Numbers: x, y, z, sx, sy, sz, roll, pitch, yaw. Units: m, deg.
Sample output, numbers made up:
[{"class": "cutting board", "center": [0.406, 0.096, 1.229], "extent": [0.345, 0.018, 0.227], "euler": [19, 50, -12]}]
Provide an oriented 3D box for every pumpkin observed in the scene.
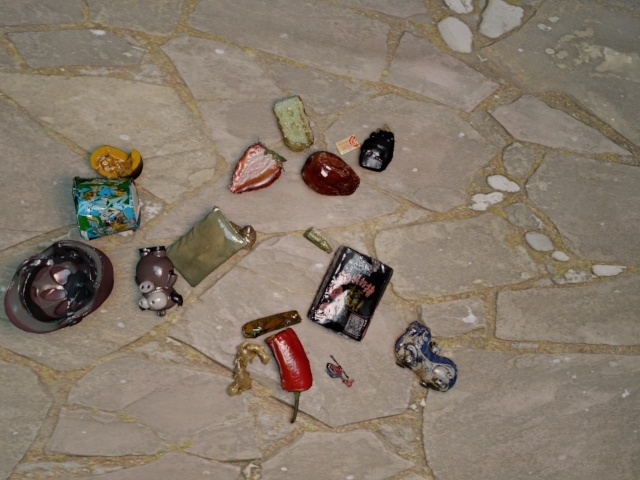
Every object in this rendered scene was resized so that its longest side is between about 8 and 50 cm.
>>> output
[{"class": "pumpkin", "center": [-0.729, -0.273, 1.619], "extent": [0.184, 0.107, 0.119], "euler": [12, 74, 6]}]

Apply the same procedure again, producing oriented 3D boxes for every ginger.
[{"class": "ginger", "center": [-0.343, -0.034, 1.685], "extent": [0.204, 0.080, 0.104], "euler": [19, 114, -2]}, {"class": "ginger", "center": [-0.283, 0.475, 1.674], "extent": [0.193, 0.052, 0.176], "euler": [-24, 91, -20]}]

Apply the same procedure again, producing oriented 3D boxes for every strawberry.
[{"class": "strawberry", "center": [-0.244, -0.256, 1.719], "extent": [0.174, 0.098, 0.228], "euler": [31, 83, -6]}]

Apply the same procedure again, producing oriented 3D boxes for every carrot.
[{"class": "carrot", "center": [-0.185, 0.320, 1.700], "extent": [0.229, 0.069, 0.069], "euler": [-15, 88, -12]}]

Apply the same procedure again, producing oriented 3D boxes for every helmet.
[{"class": "helmet", "center": [-0.860, 0.155, 1.513], "extent": [0.338, 0.197, 0.271], "euler": [-44, 86, -4]}]

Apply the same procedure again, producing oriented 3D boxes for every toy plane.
[{"class": "toy plane", "center": [0.071, 0.522, 1.745], "extent": [0.145, 0.037, 0.060], "euler": [47, 68, 0]}]

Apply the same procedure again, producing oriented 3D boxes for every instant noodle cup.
[{"class": "instant noodle cup", "center": [-0.737, -0.120, 1.550], "extent": [0.178, 0.240, 0.240], "euler": [-7, 87, -15]}]

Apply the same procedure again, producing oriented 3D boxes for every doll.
[{"class": "doll", "center": [-0.590, 0.149, 1.602], "extent": [0.182, 0.117, 0.257], "euler": [-6, 85, 18]}]

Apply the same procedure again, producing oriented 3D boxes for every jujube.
[{"class": "jujube", "center": [0.043, -0.254, 1.754], "extent": [0.236, 0.168, 0.168], "euler": [22, 81, -24]}]

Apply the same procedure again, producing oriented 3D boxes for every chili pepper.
[{"class": "chili pepper", "center": [-0.091, 0.501, 1.663], "extent": [0.131, 0.134, 0.338], "euler": [-18, 85, -35]}]

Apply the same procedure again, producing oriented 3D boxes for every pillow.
[{"class": "pillow", "center": [-0.424, 0.024, 1.629], "extent": [0.302, 0.075, 0.185], "euler": [-37, 94, 16]}]

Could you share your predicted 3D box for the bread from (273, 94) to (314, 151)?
[{"class": "bread", "center": [-0.109, -0.462, 1.772], "extent": [0.128, 0.088, 0.232], "euler": [-17, 82, -21]}]

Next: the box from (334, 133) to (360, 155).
[{"class": "box", "center": [0.112, -0.396, 1.840], "extent": [0.093, 0.015, 0.058], "euler": [-29, 93, -12]}]

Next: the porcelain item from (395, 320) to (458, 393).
[{"class": "porcelain item", "center": [0.430, 0.470, 1.782], "extent": [0.288, 0.138, 0.186], "euler": [39, 62, -1]}]

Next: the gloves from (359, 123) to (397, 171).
[{"class": "gloves", "center": [0.240, -0.385, 1.822], "extent": [0.164, 0.124, 0.203], "euler": [14, 90, -28]}]

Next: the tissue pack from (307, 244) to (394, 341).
[{"class": "tissue pack", "center": [0.121, 0.208, 1.742], "extent": [0.245, 0.123, 0.332], "euler": [27, 84, -13]}]

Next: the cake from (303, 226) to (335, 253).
[{"class": "cake", "center": [0.000, 0.000, 1.768], "extent": [0.140, 0.055, 0.051], "euler": [35, 73, -8]}]
